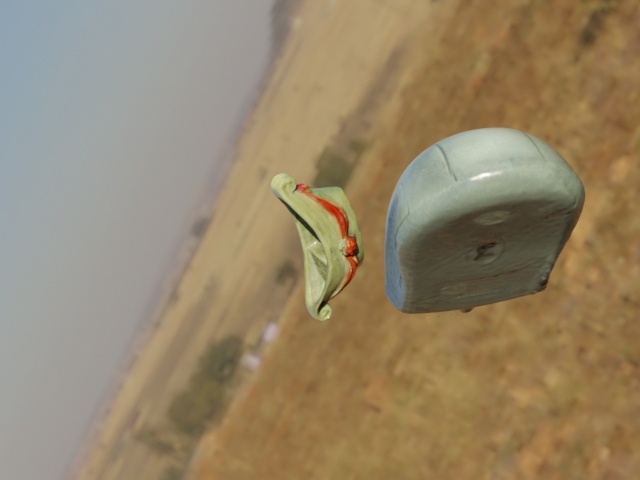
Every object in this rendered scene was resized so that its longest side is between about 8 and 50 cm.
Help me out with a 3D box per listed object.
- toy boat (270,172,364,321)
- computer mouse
[{"bbox_3d":[0.001,-0.001,1.857,0.071,0.185,0.089,-27,35,-17],"label":"toy boat"},{"bbox_3d":[0.157,-0.023,1.805,0.371,0.188,0.122,93,169,-65],"label":"computer mouse"}]
